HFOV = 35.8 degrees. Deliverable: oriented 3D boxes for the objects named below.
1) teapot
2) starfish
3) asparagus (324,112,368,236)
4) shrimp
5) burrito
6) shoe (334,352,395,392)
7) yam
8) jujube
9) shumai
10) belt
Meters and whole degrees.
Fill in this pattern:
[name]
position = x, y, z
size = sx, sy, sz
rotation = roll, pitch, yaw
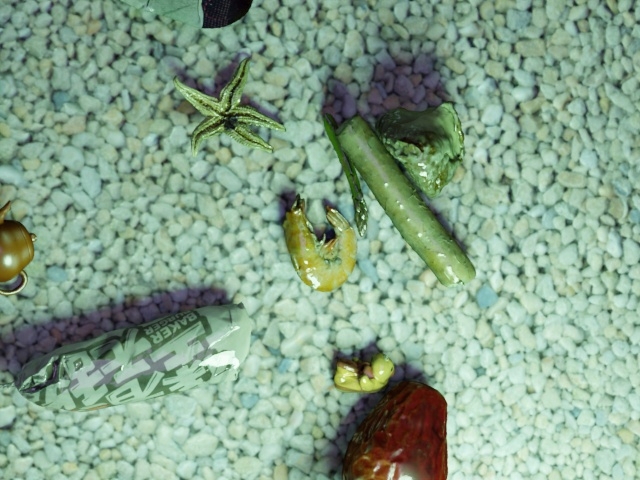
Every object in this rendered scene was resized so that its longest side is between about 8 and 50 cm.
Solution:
[teapot]
position = -0.534, 0.016, 1.685
size = 0.116, 0.116, 0.173
rotation = -8, 118, -9
[starfish]
position = -0.165, -0.233, 1.766
size = 0.223, 0.050, 0.216
rotation = 31, 79, -20
[asparagus]
position = 0.051, -0.122, 1.812
size = 0.034, 0.027, 0.236
rotation = -19, 93, -11
[shrimp]
position = -0.003, 0.000, 1.801
size = 0.132, 0.052, 0.187
rotation = -26, 100, -27
[burrito]
position = -0.332, 0.218, 1.715
size = 0.446, 0.101, 0.139
rotation = -14, 98, -11
[shoe]
position = 0.078, 0.242, 1.794
size = 0.109, 0.072, 0.069
rotation = 1, 121, 13
[yam]
position = 0.153, -0.065, 1.800
size = 0.083, 0.083, 0.371
rotation = -38, 97, -7
[jujube]
position = 0.143, 0.382, 1.768
size = 0.190, 0.190, 0.255
rotation = 24, 69, -9
[shumai]
position = 0.202, -0.174, 1.759
size = 0.142, 0.184, 0.184
rotation = -41, 96, 9
[belt]
position = -0.248, -0.473, 1.698
size = 0.289, 0.164, 0.184
rotation = 18, 61, -8
